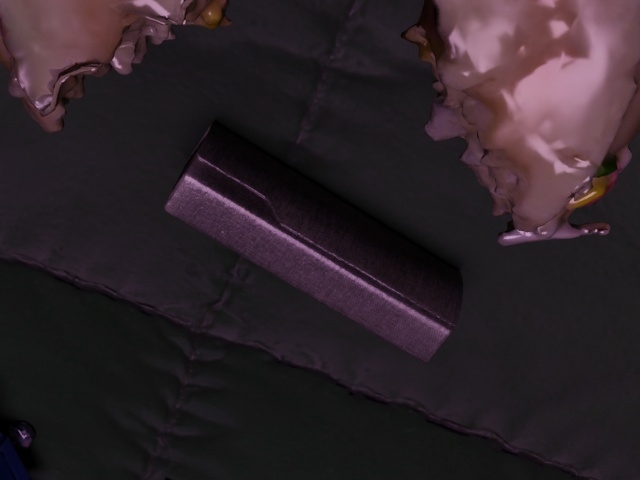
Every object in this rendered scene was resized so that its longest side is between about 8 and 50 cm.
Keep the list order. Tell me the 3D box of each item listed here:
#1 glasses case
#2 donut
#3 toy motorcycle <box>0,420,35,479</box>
[{"bbox_3d":[0.000,0.000,0.774,0.205,0.071,0.047,31,120,-10],"label":"glasses case"},{"bbox_3d":[0.011,-0.170,0.599,0.371,0.150,0.307,13,123,-1],"label":"donut"},{"bbox_3d":[-0.298,0.198,0.972,0.114,0.076,0.205,-6,122,23],"label":"toy motorcycle"}]
